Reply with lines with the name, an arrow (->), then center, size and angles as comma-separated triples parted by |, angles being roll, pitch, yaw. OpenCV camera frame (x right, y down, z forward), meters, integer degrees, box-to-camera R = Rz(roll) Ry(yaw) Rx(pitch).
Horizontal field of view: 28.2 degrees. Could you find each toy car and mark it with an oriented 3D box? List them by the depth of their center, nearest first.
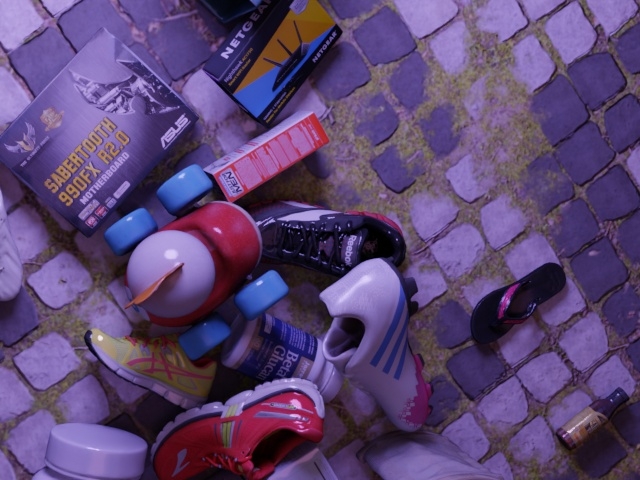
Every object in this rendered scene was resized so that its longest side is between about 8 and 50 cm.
toy car -> -0.199, 0.049, 1.671 | 0.210, 0.238, 0.219 | -36, 89, 23

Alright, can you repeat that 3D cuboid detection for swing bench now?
swing bench -> 0.200, 0.407, 1.855 | 0.165, 0.253, 0.254 | -26, 103, -11

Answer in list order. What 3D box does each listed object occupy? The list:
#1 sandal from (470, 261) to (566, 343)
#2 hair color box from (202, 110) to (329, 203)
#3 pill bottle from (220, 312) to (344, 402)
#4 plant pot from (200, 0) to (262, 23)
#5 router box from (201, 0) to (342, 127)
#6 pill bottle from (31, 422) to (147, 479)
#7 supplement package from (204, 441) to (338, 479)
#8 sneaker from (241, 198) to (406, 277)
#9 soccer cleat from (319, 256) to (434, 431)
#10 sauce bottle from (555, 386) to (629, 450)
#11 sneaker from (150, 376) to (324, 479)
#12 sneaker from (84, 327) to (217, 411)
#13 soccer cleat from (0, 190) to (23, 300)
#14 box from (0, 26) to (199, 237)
sandal -> 0.305, 0.094, 1.953 | 0.179, 0.040, 0.067 | -35, 104, -9
hair color box -> -0.078, -0.119, 1.797 | 0.167, 0.093, 0.053 | -31, 103, -9
pill bottle -> -0.051, 0.170, 1.839 | 0.169, 0.094, 0.094 | 26, 90, -17
plant pot -> -0.091, -0.443, 1.720 | 0.165, 0.166, 0.234 | 44, 78, -16
router box -> -0.065, -0.264, 1.774 | 0.179, 0.046, 0.133 | -53, 140, -3
pill bottle -> -0.334, 0.406, 1.759 | 0.161, 0.161, 0.283 | 11, 94, -16
supplement package -> -0.091, 0.395, 1.836 | 0.244, 0.134, 0.139 | -31, 105, -9
sneaker -> 0.000, 0.000, 1.812 | 0.276, 0.135, 0.097 | 6, 97, -14
soccer cleat -> 0.070, 0.165, 1.816 | 0.143, 0.116, 0.331 | -26, 132, -17
sauce bottle -> 0.431, 0.279, 2.010 | 0.128, 0.042, 0.042 | -38, 105, -6
sneaker -> -0.120, 0.286, 1.779 | 0.279, 0.118, 0.107 | -27, 141, 18
sneaker -> -0.236, 0.163, 1.801 | 0.208, 0.081, 0.094 | 31, 88, -28
soccer cleat -> -0.448, -0.009, 1.720 | 0.068, 0.076, 0.196 | -12, 100, -13
box -> -0.310, -0.149, 1.750 | 0.183, 0.056, 0.231 | 44, 84, -16
